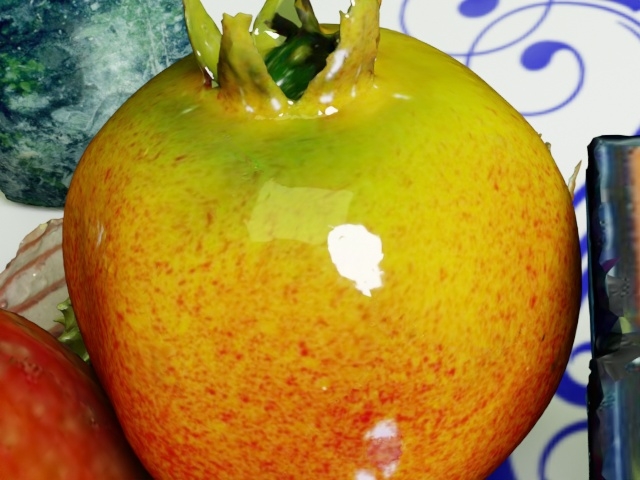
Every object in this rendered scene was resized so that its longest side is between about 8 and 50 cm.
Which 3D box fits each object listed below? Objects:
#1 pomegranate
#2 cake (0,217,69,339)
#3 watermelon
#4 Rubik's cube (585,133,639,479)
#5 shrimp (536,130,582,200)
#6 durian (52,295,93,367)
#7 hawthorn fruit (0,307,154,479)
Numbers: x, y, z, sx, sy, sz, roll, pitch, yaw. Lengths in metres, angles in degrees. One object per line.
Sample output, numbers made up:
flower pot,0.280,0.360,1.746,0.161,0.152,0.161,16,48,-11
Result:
pomegranate,0.000,0.000,0.679,0.220,0.257,0.221,-4,36,3
cake,-0.082,-0.007,0.922,0.287,0.135,0.098,-29,68,0
watermelon,-0.173,-0.160,0.985,0.148,0.318,0.226,-26,11,-4
Rubik's cube,0.245,0.143,0.627,0.293,0.288,0.283,-1,52,13
shrimp,0.052,0.040,0.885,0.150,0.068,0.249,31,69,35
durian,-0.057,0.053,0.820,0.186,0.119,0.108,-40,40,0
hawthorn fruit,-0.190,0.148,0.721,0.258,0.262,0.258,-9,65,21
